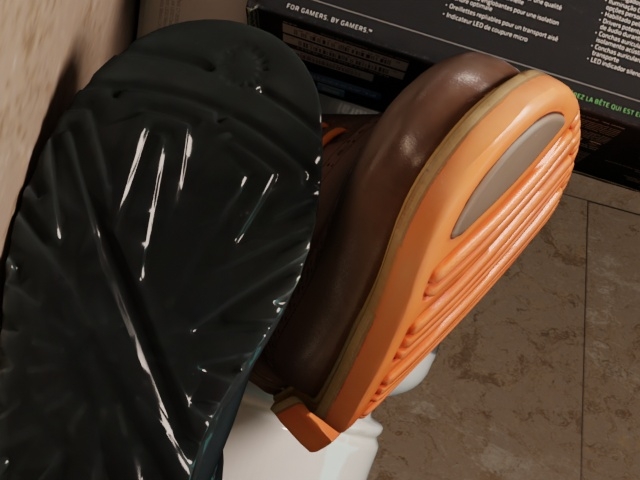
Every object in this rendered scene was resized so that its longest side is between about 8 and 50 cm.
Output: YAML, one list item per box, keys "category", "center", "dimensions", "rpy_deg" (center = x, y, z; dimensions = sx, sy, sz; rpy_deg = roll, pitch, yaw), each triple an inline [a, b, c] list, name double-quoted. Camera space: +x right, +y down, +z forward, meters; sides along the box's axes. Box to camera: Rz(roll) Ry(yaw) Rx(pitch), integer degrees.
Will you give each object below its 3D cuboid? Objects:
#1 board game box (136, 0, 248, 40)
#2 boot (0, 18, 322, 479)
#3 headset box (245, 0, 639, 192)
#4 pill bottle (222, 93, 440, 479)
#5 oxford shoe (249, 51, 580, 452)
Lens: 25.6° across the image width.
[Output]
- category: "board game box"
  center: [-0.030, -0.182, 0.631]
  dimensions: [0.305, 0.053, 0.193]
  rpy_deg: [109, -3, -58]
- category: "boot"
  center: [-0.070, 0.052, 0.548]
  dimensions: [0.207, 0.094, 0.246]
  rpy_deg: [132, -27, -84]
- category: "headset box"
  center: [0.128, -0.178, 0.594]
  dimensions: [0.131, 0.246, 0.283]
  rpy_deg: [102, 5, -85]
- category: "pill bottle"
  center: [-0.002, -0.024, 0.887]
  dimensions: [0.204, 0.204, 0.361]
  rpy_deg: [147, -39, -87]
- category: "oxford shoe"
  center: [0.000, 0.000, 0.607]
  dimensions: [0.130, 0.133, 0.363]
  rpy_deg: [-44, 175, -21]
